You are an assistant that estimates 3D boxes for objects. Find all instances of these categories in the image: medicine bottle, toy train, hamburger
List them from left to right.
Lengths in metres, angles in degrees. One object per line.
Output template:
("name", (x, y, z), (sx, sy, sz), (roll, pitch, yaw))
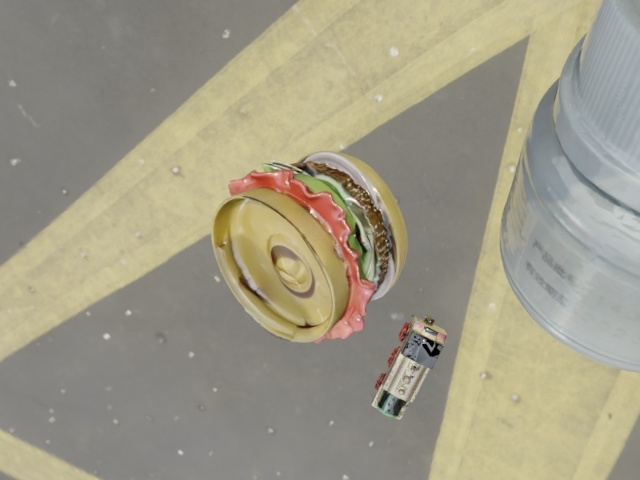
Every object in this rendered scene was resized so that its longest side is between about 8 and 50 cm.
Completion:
("hamburger", (-0.003, -0.001, 0.602), (0.175, 0.137, 0.175), (25, 130, 33))
("toy train", (0.108, 0.160, 0.833), (0.050, 0.087, 0.138), (26, 96, 3))
("medicine bottle", (0.284, -0.059, 0.529), (0.245, 0.245, 0.306), (20, 149, 16))
